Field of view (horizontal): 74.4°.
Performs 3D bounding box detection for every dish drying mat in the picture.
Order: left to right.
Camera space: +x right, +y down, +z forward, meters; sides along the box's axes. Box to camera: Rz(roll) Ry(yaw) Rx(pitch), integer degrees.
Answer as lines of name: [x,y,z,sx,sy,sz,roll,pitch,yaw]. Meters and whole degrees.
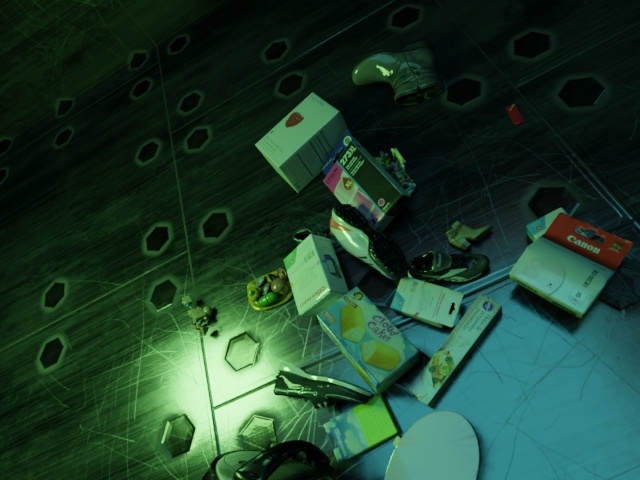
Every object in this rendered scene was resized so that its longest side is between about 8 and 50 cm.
dish drying mat: [0.636,-0.412,1.376,0.032,0.008,0.084,-17,59,15]

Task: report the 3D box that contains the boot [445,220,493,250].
boot: [0.436,-0.028,1.251,0.118,0.042,0.087,-38,53,2]

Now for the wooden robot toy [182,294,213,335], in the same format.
wooden robot toy: [-0.418,0.259,1.490,0.079,0.076,0.173,-23,49,-31]

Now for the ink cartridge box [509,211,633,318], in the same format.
ink cartridge box: [0.620,0.047,1.047,0.189,0.066,0.232,34,88,35]

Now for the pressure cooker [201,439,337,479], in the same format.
pressure cooker: [-0.112,0.661,0.927,0.375,0.370,0.421,17,82,-10]

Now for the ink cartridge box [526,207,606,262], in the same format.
ink cartridge box: [0.647,0.014,1.120,0.104,0.060,0.180,-29,56,10]

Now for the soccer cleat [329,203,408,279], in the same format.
soccer cleat: [0.141,0.020,1.292,0.108,0.117,0.318,-21,54,-34]

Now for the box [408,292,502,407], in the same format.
box: [0.357,0.288,1.109,0.063,0.067,0.324,35,82,33]

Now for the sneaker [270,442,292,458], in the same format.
sneaker: [-0.147,0.640,1.169,0.167,0.065,0.076,-52,40,-11]

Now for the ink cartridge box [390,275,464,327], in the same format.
ink cartridge box: [0.304,0.178,1.191,0.181,0.061,0.105,15,72,30]

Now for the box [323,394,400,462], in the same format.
box: [0.109,0.501,1.125,0.178,0.042,0.109,-31,55,7]

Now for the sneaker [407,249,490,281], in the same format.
sneaker: [0.356,0.070,1.196,0.234,0.106,0.078,-8,63,21]

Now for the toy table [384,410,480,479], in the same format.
toy table: [0.266,0.532,0.968,0.274,0.161,0.252,-47,56,-3]

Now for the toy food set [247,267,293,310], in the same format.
toy food set: [-0.161,0.150,1.410,0.217,0.071,0.128,-22,58,12]

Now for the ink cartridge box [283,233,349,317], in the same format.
ink cartridge box: [-0.017,0.113,1.322,0.154,0.093,0.213,-42,49,31]

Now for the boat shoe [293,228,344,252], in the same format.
boat shoe: [0.000,0.000,1.407,0.183,0.083,0.065,-3,64,23]

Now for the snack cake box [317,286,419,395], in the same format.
snack cake box: [0.130,0.275,1.182,0.152,0.089,0.264,-35,55,-15]

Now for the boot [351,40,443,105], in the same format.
boot: [0.275,-0.603,1.580,0.337,0.118,0.223,-11,66,24]

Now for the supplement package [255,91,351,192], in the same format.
supplement package: [-0.056,-0.362,1.563,0.293,0.175,0.177,-43,55,-1]

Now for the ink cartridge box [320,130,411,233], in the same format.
ink cartridge box: [0.125,-0.200,1.413,0.176,0.069,0.371,-53,54,26]

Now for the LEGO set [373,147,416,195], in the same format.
LEGO set: [0.206,-0.257,1.423,0.132,0.107,0.287,-46,58,-10]

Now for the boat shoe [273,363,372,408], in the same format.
boat shoe: [0.000,0.425,1.180,0.302,0.114,0.091,0,64,38]
